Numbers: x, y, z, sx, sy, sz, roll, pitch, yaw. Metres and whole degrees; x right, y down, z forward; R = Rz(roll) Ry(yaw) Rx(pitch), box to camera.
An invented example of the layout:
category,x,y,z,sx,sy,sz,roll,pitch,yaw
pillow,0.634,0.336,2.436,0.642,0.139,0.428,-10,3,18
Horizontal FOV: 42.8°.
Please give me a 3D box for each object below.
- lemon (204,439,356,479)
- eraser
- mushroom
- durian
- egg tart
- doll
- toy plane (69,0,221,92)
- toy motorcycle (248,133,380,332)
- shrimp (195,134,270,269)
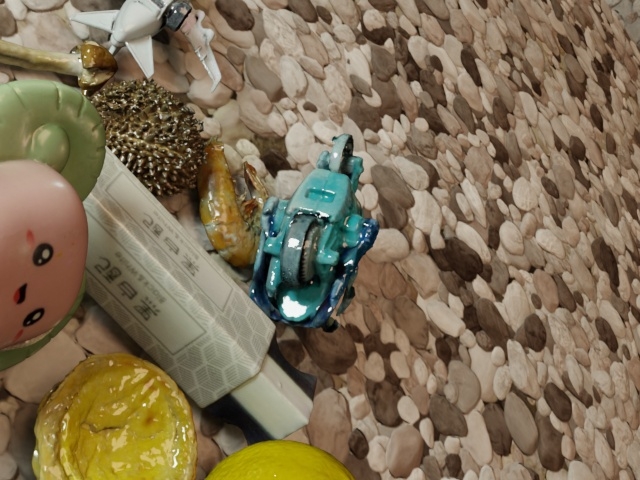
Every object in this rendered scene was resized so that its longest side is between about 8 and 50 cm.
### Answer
category,x,y,z,sx,sy,sz,roll,pitch,yaw
lemon,-0.037,0.292,0.835,0.178,0.203,0.178,53,25,-37
eraser,-0.168,0.059,0.895,0.404,0.098,0.096,49,24,-15
mushroom,-0.318,-0.206,0.931,0.187,0.060,0.061,0,67,-44
durian,-0.211,-0.136,0.972,0.189,0.091,0.148,11,56,-29
egg tart,-0.203,0.203,0.801,0.191,0.074,0.191,27,49,-36
doll,-0.310,-0.005,0.705,0.216,0.284,0.268,26,22,26
toy plane,-0.211,-0.315,1.074,0.251,0.101,0.255,37,44,-11
toy motorcycle,0.000,0.000,1.070,0.260,0.154,0.206,-65,161,-44
shrimp,-0.115,-0.052,1.077,0.132,0.052,0.187,-2,77,-61
